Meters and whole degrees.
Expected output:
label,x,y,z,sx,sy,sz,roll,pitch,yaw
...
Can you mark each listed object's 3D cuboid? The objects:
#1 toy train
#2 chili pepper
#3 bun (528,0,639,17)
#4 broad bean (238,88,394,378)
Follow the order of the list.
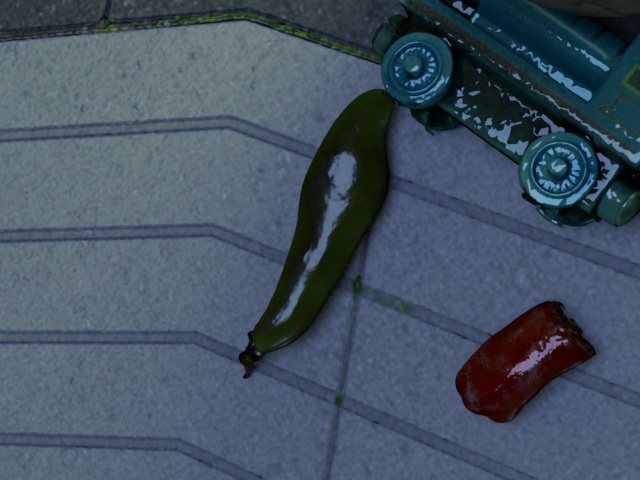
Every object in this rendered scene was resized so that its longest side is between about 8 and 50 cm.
label,x,y,z,sx,sy,sz,roll,pitch,yaw
toy train,0.193,-0.147,1.404,0.298,0.120,0.194,38,95,20
chili pepper,0.182,0.114,1.422,0.123,0.070,0.073,-43,89,14
bun,0.258,-0.356,1.316,0.365,0.219,0.365,-8,76,34
broad bean,-0.002,0.000,1.503,0.075,0.067,0.325,31,97,42
